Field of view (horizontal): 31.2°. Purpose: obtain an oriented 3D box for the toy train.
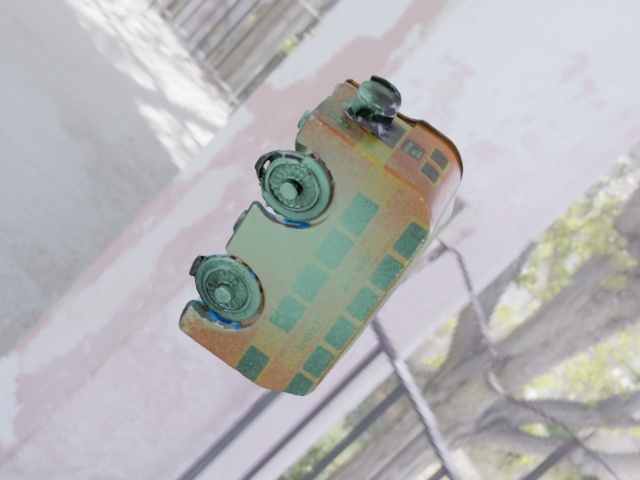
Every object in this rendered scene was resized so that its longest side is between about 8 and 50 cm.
[{"bbox_3d":[0.000,0.000,0.619,0.099,0.188,0.072,38,34,4],"label":"toy train"}]
